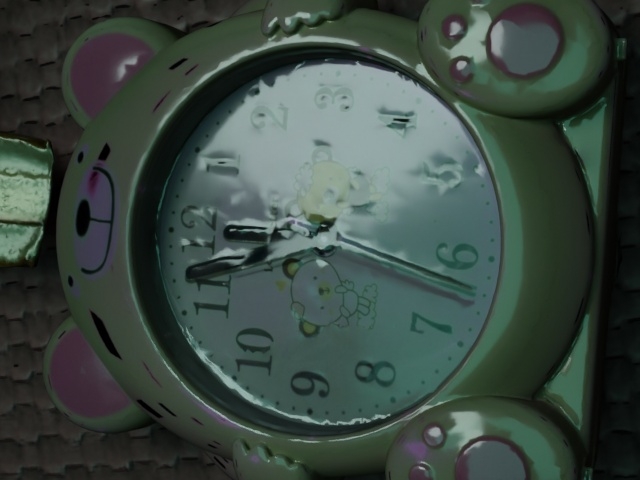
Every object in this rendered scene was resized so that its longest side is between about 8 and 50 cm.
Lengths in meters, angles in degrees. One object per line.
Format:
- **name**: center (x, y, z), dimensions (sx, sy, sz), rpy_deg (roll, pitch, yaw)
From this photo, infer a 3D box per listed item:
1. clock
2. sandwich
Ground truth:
- **clock**: center (0.000, 0.000, 0.636), dimensions (0.309, 0.114, 0.284), rpy_deg (4, 93, 20)
- **sandwich**: center (-0.219, -0.031, 0.721), dimensions (0.163, 0.113, 0.079), rpy_deg (7, 91, 10)
